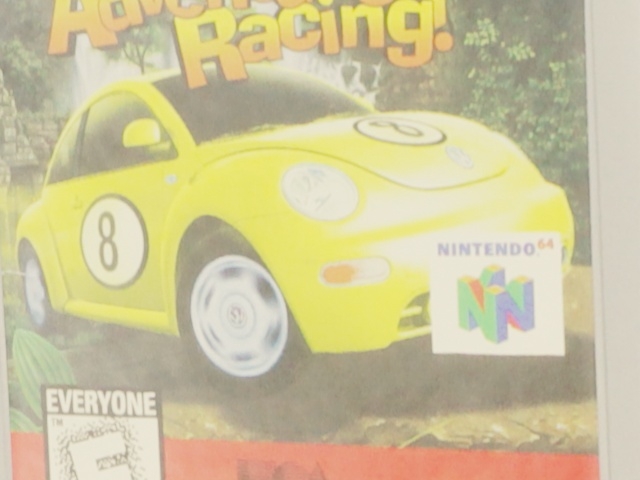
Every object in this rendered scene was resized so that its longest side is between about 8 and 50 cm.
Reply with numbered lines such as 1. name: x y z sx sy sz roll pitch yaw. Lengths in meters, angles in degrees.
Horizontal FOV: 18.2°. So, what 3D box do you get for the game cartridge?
1. game cartridge: 0.000 0.000 0.440 0.294 0.196 0.060 -1 1 25
